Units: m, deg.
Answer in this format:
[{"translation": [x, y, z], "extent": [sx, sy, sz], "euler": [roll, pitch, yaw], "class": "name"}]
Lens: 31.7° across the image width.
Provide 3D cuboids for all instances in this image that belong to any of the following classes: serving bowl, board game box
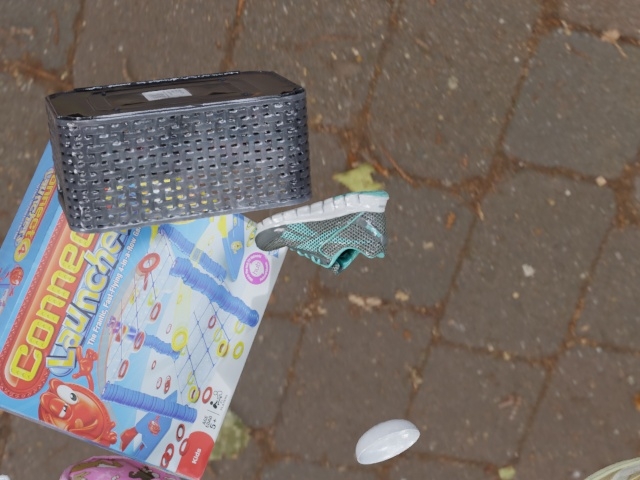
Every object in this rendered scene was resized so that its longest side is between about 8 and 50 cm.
[{"translation": [0.079, 0.242, 1.384], "extent": [0.083, 0.027, 0.083], "euler": [-19, 150, -12], "class": "serving bowl"}, {"translation": [-0.214, 0.076, 1.257], "extent": [0.302, 0.086, 0.308], "euler": [31, 72, -38], "class": "board game box"}]

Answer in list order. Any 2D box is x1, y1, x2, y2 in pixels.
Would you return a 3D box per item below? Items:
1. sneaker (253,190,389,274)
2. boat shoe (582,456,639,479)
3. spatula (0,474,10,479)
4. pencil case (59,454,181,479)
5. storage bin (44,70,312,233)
[{"translation": [0.000, 0.000, 1.151], "extent": [0.166, 0.065, 0.076], "euler": [-14, 84, 38], "class": "sneaker"}, {"translation": [0.166, 0.137, 0.570], "extent": [0.135, 0.045, 0.050], "euler": [-42, 91, 21], "class": "boat shoe"}, {"translation": [-0.341, 0.341, 1.134], "extent": [0.168, 0.242, 0.019], "euler": [-24, 133, -24], "class": "spatula"}, {"translation": [-0.279, 0.467, 1.437], "extent": [0.167, 0.160, 0.386], "euler": [11, 98, 11], "class": "pencil case"}, {"translation": [-0.106, -0.071, 0.840], "extent": [0.180, 0.122, 0.084], "euler": [-8, 109, -17], "class": "storage bin"}]
